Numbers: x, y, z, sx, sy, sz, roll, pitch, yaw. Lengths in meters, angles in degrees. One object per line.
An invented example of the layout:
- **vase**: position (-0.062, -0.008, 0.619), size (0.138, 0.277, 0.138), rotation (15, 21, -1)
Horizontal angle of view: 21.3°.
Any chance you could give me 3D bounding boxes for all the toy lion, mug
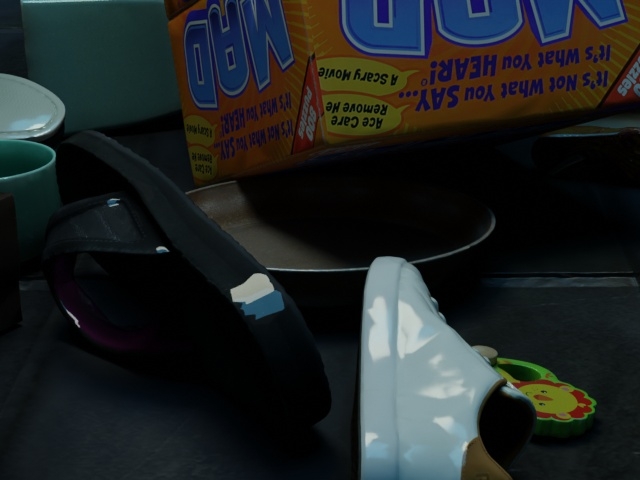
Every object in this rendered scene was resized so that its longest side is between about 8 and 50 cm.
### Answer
- **toy lion**: position (0.153, 0.115, 1.251), size (0.096, 0.034, 0.100), rotation (7, 20, 2)
- **mug**: position (-0.317, -0.028, 1.565), size (0.158, 0.097, 0.129), rotation (-4, 21, -6)

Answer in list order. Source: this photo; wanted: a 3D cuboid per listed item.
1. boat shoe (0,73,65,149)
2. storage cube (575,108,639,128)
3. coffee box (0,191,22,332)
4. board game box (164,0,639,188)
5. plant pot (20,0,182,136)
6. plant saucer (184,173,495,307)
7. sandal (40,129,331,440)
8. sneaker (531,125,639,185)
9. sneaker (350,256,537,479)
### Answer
- **boat shoe**: position (-0.399, -0.119, 1.828), size (0.302, 0.091, 0.114), rotation (11, 43, 26)
- **storage cube**: position (0.364, -0.231, 1.953), size (0.215, 0.184, 0.193), rotation (5, 21, 17)
- **coffee box**: position (-0.416, 0.015, 1.421), size (0.297, 0.119, 0.168), rotation (10, 22, 29)
- **board game box**: position (0.069, -0.264, 1.655), size (0.356, 0.356, 0.356), rotation (-9, -1, -23)
- **plant pot**: position (-0.225, -0.226, 1.990), size (0.234, 0.165, 0.166), rotation (-6, 21, -7)
- **plant saucer**: position (0.000, 0.000, 1.522), size (0.310, 0.050, 0.310), rotation (1, 17, 0)
- **sandal**: position (-0.143, 0.029, 1.329), size (0.107, 0.167, 0.446), rotation (-28, 28, -17)
- **sneaker**: position (0.306, -0.097, 1.763), size (0.175, 0.064, 0.067), rotation (10, 26, 28)
- **sneaker**: position (0.083, 0.109, 1.181), size (0.123, 0.106, 0.290), rotation (3, 31, -1)
